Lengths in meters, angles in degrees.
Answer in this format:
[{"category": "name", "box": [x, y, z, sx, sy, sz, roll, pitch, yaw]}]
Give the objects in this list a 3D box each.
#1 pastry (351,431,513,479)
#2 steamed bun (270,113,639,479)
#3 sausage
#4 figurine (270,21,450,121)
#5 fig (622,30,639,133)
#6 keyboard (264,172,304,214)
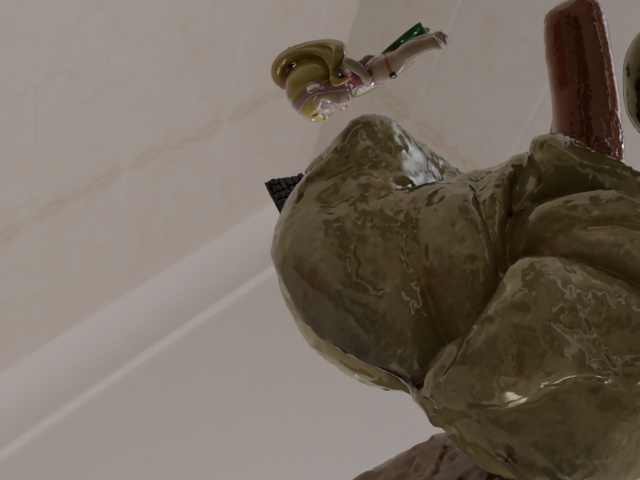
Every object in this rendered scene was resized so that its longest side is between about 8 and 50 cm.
[{"category": "pastry", "box": [0.102, 0.303, 0.865, 0.315, 0.285, 0.184, -49, -64, -35]}, {"category": "steamed bun", "box": [0.164, 0.043, 0.803, 0.372, 0.230, 0.325, 36, -161, 30]}, {"category": "sausage", "box": [0.279, -0.100, 1.136, 0.087, 0.079, 0.326, 9, -106, -30]}, {"category": "figurine", "box": [0.037, -0.175, 1.064, 0.083, 0.187, 0.083, 35, -133, -48]}, {"category": "fig", "box": [0.316, -0.128, 0.844, 0.153, 0.136, 0.120, 6, -134, 0]}, {"category": "keyboard", "box": [0.000, 0.000, 1.380, 0.072, 0.023, 0.231, -7, -128, -29]}]
